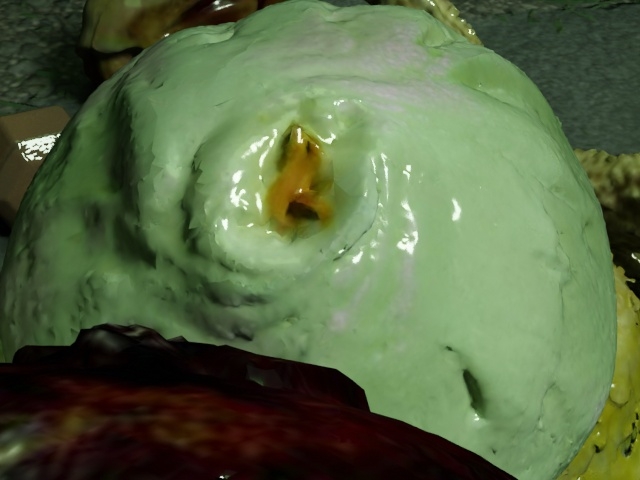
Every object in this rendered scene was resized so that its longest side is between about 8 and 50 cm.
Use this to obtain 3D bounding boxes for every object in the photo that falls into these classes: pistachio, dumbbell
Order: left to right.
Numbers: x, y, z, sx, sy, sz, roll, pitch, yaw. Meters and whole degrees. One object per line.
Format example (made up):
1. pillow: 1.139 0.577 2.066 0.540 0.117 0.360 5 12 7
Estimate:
1. dumbbell: -0.157 -0.002 0.970 0.082 0.092 0.231 -35 46 -5
2. pistachio: -0.098 -0.174 1.181 0.210 0.130 0.165 -29 8 -36

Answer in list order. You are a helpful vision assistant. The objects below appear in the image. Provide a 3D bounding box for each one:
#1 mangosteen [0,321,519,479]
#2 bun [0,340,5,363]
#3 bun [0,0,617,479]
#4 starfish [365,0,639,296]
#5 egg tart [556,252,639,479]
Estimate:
1. mangosteen: -0.085 0.229 0.434 0.381 0.381 0.421 29 75 29
2. bun: -0.170 0.156 0.694 0.229 0.145 0.229 16 33 -11
3. bun: 0.000 0.000 0.654 0.293 0.187 0.293 3 60 -6
4. starfish: 0.102 -0.079 0.960 0.432 0.324 0.082 33 71 20
5. egg tart: 0.073 0.058 0.843 0.341 0.132 0.341 13 37 -10
